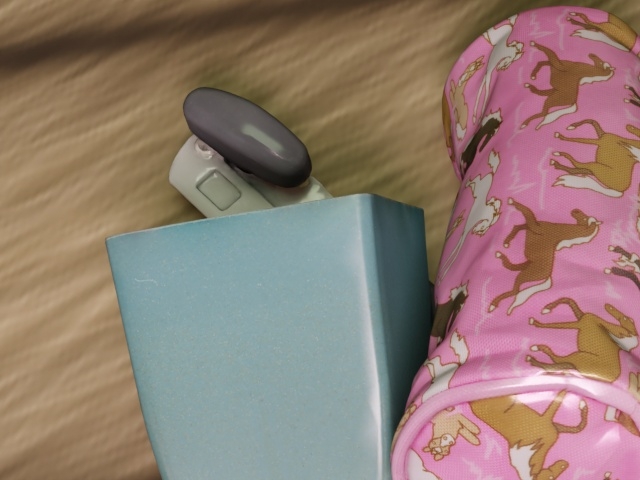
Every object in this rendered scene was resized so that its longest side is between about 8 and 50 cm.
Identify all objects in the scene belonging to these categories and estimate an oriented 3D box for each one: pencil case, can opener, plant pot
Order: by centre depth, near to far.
[{"bbox_3d":[0.137,0.018,1.096,0.160,0.167,0.386,-5,38,13],"label":"pencil case"},{"bbox_3d":[-0.016,0.103,1.106,0.165,0.165,0.234,-9,85,14],"label":"plant pot"},{"bbox_3d":[0.000,0.000,1.222,0.076,0.095,0.283,-42,64,-14],"label":"can opener"}]
